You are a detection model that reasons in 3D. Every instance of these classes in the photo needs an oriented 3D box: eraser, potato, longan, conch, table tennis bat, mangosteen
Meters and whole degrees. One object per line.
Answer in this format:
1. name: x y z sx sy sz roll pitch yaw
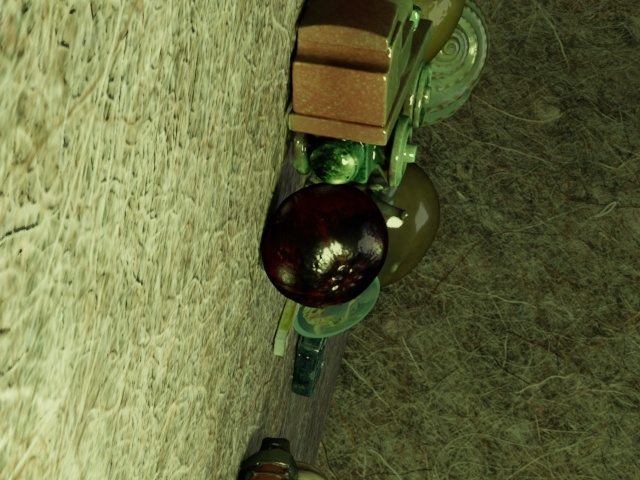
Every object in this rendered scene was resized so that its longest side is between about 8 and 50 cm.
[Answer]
1. eraser: -0.050 0.123 1.815 0.038 0.019 0.083 100 6 -46
2. potato: 0.110 -0.309 1.745 0.178 0.160 0.235 2 121 -47
3. longan: 0.086 -0.033 1.964 0.196 0.196 0.220 -67 177 -63
4. conch: 0.213 -0.348 2.492 0.319 0.215 0.303 -18 131 -83
5. table tennis bat: 0.011 0.065 1.860 0.038 0.149 0.237 61 -5 38
6. mangosteen: 0.000 0.000 1.443 0.152 0.152 0.152 13 90 -85

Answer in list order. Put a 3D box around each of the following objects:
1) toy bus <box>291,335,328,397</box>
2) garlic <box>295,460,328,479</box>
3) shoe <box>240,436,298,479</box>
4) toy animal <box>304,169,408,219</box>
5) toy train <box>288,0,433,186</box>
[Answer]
1. toy bus: -0.020 0.209 2.220 0.166 0.047 0.065 97 11 -52
2. garlic: -0.005 0.499 2.021 0.245 0.253 0.245 22 90 -83
3. shoe: -0.073 0.334 1.734 0.227 0.099 0.112 78 18 -87
4. toy animal: 0.047 -0.082 1.728 0.269 0.137 0.082 -90 -166 -76
5. toy train: 0.051 -0.202 1.447 0.304 0.150 0.221 -68 163 -51
